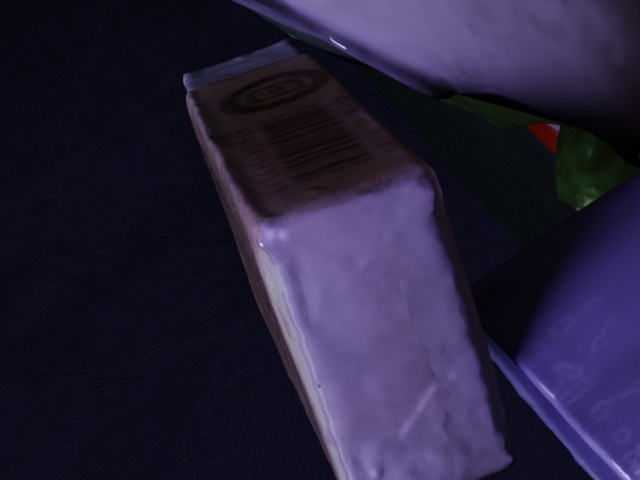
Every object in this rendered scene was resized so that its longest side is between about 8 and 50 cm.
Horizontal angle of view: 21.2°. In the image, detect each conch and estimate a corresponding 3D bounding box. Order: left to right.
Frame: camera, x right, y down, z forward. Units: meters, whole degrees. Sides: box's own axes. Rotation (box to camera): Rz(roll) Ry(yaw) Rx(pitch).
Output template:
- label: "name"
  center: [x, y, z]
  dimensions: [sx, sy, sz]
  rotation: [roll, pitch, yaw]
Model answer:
- label: "conch"
  center: [0.202, -0.078, 1.050]
  dimensions: [0.116, 0.173, 0.106]
  rotation: [-9, 113, 39]

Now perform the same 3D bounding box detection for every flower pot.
- label: "flower pot"
  center: [0.228, 0.047, 0.789]
  dimensions: [0.265, 0.243, 0.265]
  rotation: [48, 177, 3]

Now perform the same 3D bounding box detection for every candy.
- label: "candy"
  center: [0.011, -0.191, 0.937]
  dimensions: [0.427, 0.186, 0.386]
  rotation: [21, -170, -12]

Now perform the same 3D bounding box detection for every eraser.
- label: "eraser"
  center: [0.000, 0.000, 0.834]
  dimensions: [0.343, 0.078, 0.144]
  rotation: [-122, 13, -71]

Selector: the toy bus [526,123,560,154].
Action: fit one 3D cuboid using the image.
- label: "toy bus"
  center: [0.184, -0.125, 1.356]
  dimensions: [0.174, 0.077, 0.079]
  rotation: [49, 179, 31]
